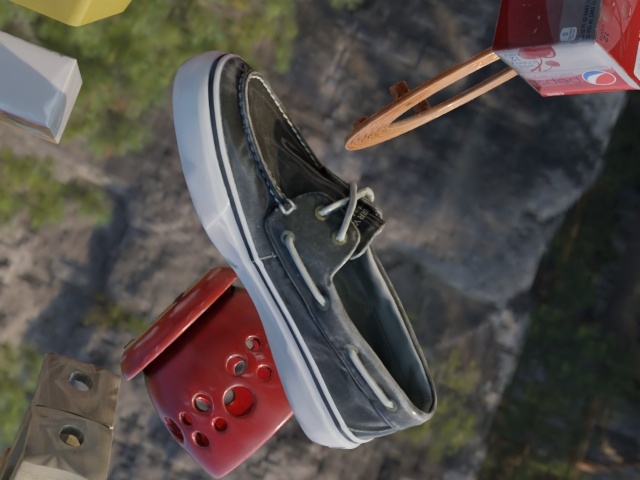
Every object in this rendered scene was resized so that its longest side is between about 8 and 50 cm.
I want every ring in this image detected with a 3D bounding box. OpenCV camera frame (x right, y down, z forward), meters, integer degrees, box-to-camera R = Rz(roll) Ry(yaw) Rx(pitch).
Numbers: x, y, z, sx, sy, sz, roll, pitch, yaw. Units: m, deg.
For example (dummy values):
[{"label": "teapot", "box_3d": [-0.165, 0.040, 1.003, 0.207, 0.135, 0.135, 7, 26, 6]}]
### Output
[{"label": "ring", "box_3d": [0.174, -0.201, 1.797, 0.032, 0.336, 0.336, 63, 158, 5]}]

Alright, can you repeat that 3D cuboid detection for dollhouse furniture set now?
[{"label": "dollhouse furniture set", "box_3d": [-0.161, 0.200, 1.181, 0.183, 0.129, 0.129, 20, 124, -15]}]

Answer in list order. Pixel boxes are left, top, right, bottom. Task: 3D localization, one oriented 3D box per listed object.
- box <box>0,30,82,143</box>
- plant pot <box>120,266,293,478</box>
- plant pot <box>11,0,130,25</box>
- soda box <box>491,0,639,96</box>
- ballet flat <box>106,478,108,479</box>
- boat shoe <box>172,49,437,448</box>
[{"label": "box", "box_3d": [-0.371, -0.190, 1.805, 0.130, 0.091, 0.170, 21, 175, -5]}, {"label": "plant pot", "box_3d": [-0.106, 0.134, 1.607, 0.174, 0.191, 0.191, 48, 157, -3]}, {"label": "plant pot", "box_3d": [-0.293, -0.368, 1.713, 0.212, 0.187, 0.212, 22, -158, 10]}, {"label": "soda box", "box_3d": [0.210, -0.246, 1.127, 0.092, 0.263, 0.083, 0, 159, 38]}, {"label": "ballet flat", "box_3d": [-0.168, 0.322, 1.264, 0.087, 0.247, 0.083, 4, 146, -7]}, {"label": "boat shoe", "box_3d": [0.000, 0.000, 1.138, 0.119, 0.121, 0.335, -16, 107, 30]}]
